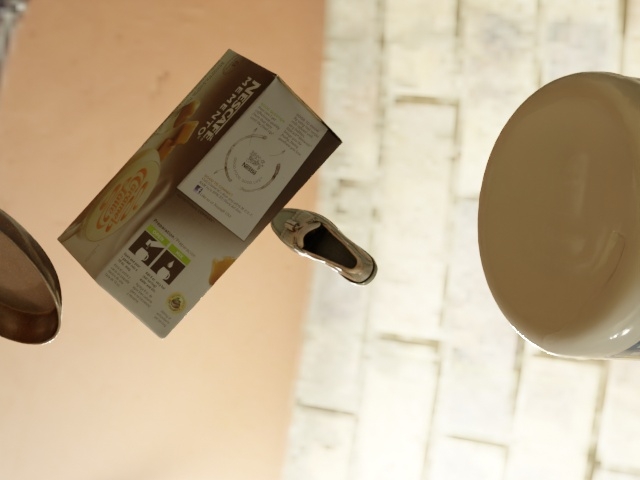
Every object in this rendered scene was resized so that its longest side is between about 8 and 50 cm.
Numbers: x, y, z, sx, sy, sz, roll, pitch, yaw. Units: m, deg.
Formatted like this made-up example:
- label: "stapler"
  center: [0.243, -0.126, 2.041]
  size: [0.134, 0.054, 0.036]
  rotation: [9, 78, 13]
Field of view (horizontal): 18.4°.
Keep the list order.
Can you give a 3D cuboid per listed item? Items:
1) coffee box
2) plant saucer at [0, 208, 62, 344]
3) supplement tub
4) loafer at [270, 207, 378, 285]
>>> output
- label: "coffee box"
  center: [-0.114, -0.046, 1.831]
  size: [0.246, 0.141, 0.098]
  rotation: [-48, -63, -2]
- label: "plant saucer"
  center: [-0.268, 0.015, 1.577]
  size: [0.029, 0.168, 0.168]
  rotation: [-52, -43, -32]
- label: "supplement tub"
  center: [0.197, -0.008, 1.032]
  size: [0.199, 0.144, 0.144]
  rotation: [4, -88, -35]
- label: "loafer"
  center: [0.000, 0.000, 1.909]
  size: [0.045, 0.125, 0.039]
  rotation: [-58, -26, -2]
